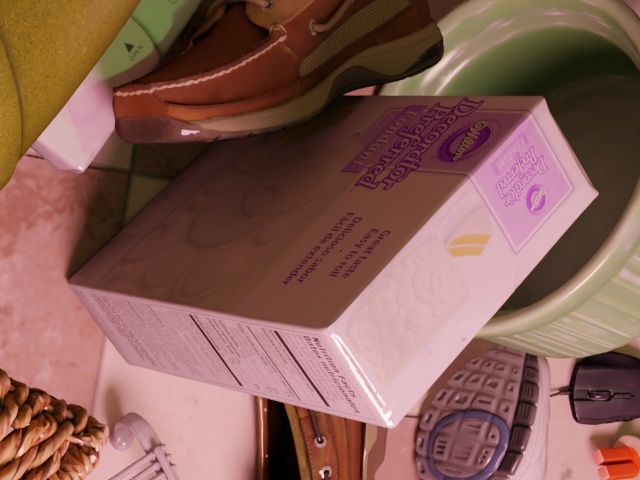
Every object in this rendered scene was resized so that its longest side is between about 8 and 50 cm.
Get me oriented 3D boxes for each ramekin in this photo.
[{"bbox_3d":[0.185,-0.049,1.417,0.148,0.303,0.303,25,80,-44],"label":"ramekin"}]

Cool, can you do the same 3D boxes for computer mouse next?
[{"bbox_3d":[0.235,0.145,1.631,0.242,0.041,0.071,-3,97,-37],"label":"computer mouse"}]

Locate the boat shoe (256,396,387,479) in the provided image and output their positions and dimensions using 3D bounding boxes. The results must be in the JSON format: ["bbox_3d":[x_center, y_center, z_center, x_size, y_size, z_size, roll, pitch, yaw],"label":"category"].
[{"bbox_3d":[-0.013,0.232,1.418,0.104,0.110,0.307,3,84,-34],"label":"boat shoe"}]

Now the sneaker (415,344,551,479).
[{"bbox_3d":[0.152,0.234,1.550,0.129,0.111,0.297,6,101,-50],"label":"sneaker"}]

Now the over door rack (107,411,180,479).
[{"bbox_3d":[-0.155,0.328,1.292,0.239,0.108,0.324,-33,93,-31],"label":"over door rack"}]

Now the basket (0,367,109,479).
[{"bbox_3d":[-0.309,0.147,1.049,0.223,0.299,0.213,30,77,-36],"label":"basket"}]

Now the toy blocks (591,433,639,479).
[{"bbox_3d":[0.285,0.251,1.672,0.148,0.054,0.123,-2,97,-37],"label":"toy blocks"}]

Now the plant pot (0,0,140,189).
[{"bbox_3d":[-0.234,-0.225,1.038,0.353,0.366,0.366,-46,120,-29],"label":"plant pot"}]

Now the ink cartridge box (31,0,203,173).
[{"bbox_3d":[-0.210,-0.189,1.213,0.232,0.066,0.189,40,73,-26],"label":"ink cartridge box"}]

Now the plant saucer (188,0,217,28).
[{"bbox_3d":[-0.039,-0.236,1.375,0.188,0.045,0.188,22,82,-37],"label":"plant saucer"}]

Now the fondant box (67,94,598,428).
[{"bbox_3d":[0.000,0.000,1.251,0.238,0.330,0.096,-46,120,-25],"label":"fondant box"}]

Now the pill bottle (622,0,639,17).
[{"bbox_3d":[0.318,-0.250,1.603,0.208,0.117,0.118,12,88,-38],"label":"pill bottle"}]

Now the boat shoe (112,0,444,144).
[{"bbox_3d":[-0.034,-0.153,1.275,0.324,0.122,0.120,-28,111,-49],"label":"boat shoe"}]
